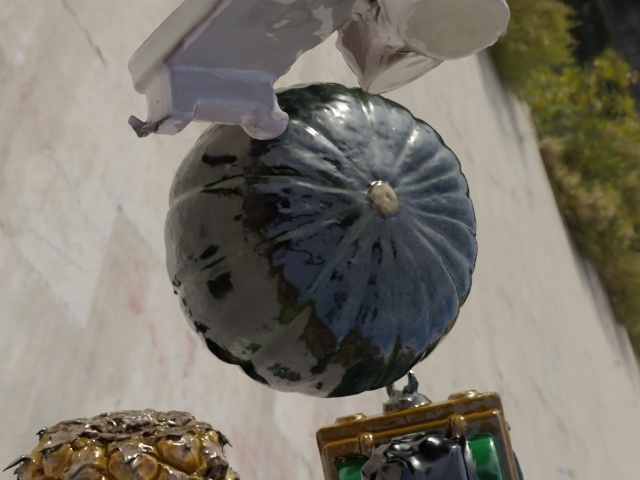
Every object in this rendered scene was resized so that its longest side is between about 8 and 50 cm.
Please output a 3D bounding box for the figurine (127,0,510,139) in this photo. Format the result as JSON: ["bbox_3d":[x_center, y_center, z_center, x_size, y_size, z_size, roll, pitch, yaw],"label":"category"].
[{"bbox_3d":[-0.034,-0.179,0.459,0.182,0.144,0.256,-46,-119,60],"label":"figurine"}]

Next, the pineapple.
[{"bbox_3d":[-0.175,0.194,1.021,0.225,0.225,0.076,3,85,-71],"label":"pineapple"}]

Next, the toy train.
[{"bbox_3d":[0.104,0.313,0.938,0.249,0.178,0.429,36,42,-80],"label":"toy train"}]

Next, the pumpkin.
[{"bbox_3d":[0.000,0.000,0.878,0.216,0.250,0.250,123,-45,-71],"label":"pumpkin"}]
